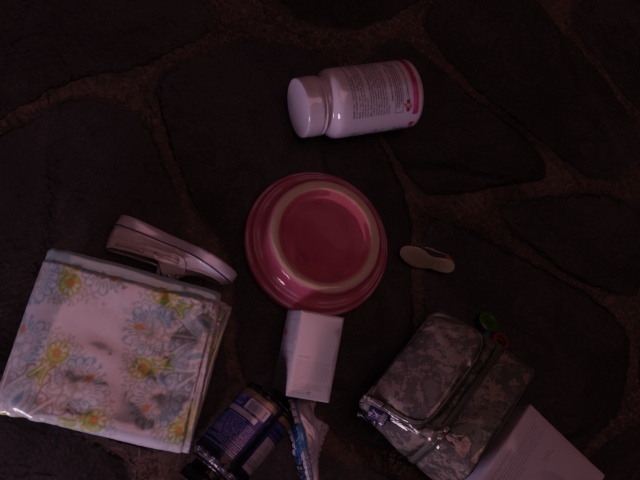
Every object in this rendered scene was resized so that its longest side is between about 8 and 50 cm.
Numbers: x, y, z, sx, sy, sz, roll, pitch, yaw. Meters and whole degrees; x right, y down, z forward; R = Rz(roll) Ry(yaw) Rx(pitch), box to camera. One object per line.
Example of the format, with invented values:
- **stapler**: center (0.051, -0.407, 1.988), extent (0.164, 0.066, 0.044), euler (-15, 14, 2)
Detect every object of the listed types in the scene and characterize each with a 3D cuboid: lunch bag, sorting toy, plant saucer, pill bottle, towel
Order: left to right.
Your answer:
- **towel**: center (-0.384, 0.212, 1.385), extent (0.374, 0.090, 0.321), euler (17, 72, -12)
- **pill bottle**: center (-0.162, 0.392, 1.391), extent (0.123, 0.123, 0.219), euler (44, 68, -2)
- **plant saucer**: center (0.000, 0.000, 1.582), extent (0.331, 0.084, 0.332), euler (5, 73, -17)
- **pill bottle**: center (0.078, -0.321, 1.660), extent (0.282, 0.160, 0.161), euler (-12, 78, -21)
- **lunch bag**: center (0.255, 0.323, 1.513), extent (0.256, 0.213, 0.305), euler (37, 65, 13)
- **sorting toy**: center (0.388, 0.218, 1.672), extent (0.061, 0.042, 0.102), euler (-13, 66, -37)

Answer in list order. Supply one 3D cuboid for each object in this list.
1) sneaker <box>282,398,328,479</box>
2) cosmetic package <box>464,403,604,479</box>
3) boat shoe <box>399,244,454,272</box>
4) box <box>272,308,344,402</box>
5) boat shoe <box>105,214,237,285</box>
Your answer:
- **sneaker**: center (-0.016, 0.409, 1.467), extent (0.082, 0.071, 0.191), euler (-6, 77, -25)
- **cosmetic package**: center (0.434, 0.511, 1.543), extent (0.224, 0.138, 0.224), euler (45, 67, -3)
- **boat shoe**: center (0.245, 0.037, 1.674), extent (0.136, 0.049, 0.043), euler (16, 28, -10)
- **box**: center (-0.026, 0.230, 1.465), extent (0.090, 0.130, 0.171), euler (13, 82, -14)
- **boat shoe**: center (-0.304, 0.041, 1.467), extent (0.267, 0.096, 0.088), euler (27, 72, -8)
